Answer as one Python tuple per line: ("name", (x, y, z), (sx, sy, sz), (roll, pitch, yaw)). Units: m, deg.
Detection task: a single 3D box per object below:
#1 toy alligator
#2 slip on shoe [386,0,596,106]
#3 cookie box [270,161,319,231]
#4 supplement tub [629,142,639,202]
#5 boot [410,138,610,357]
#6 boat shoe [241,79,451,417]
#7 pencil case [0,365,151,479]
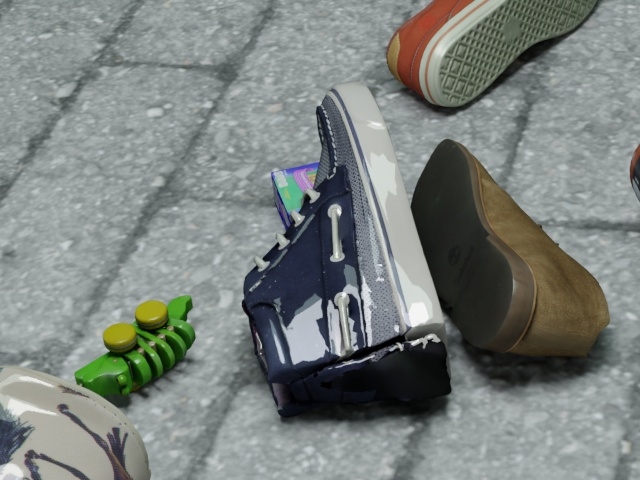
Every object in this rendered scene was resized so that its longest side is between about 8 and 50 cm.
("toy alligator", (-0.164, 0.107, 1.431), (0.051, 0.056, 0.189), (24, 47, 35))
("slip on shoe", (0.197, -0.257, 1.819), (0.101, 0.123, 0.331), (24, 51, 40))
("cookie box", (0.016, -0.039, 1.611), (0.107, 0.040, 0.092), (-12, 36, -9))
("supplement tub", (0.346, -0.019, 1.476), (0.106, 0.106, 0.198), (-10, 36, -3))
("boot", (0.159, 0.012, 1.500), (0.115, 0.112, 0.305), (15, 26, -22))
("boat shoe", (0.000, 0.000, 1.465), (0.158, 0.127, 0.341), (-13, 47, -2))
("pencil case", (-0.275, 0.266, 1.148), (0.183, 0.160, 0.410), (17, 41, 11))
